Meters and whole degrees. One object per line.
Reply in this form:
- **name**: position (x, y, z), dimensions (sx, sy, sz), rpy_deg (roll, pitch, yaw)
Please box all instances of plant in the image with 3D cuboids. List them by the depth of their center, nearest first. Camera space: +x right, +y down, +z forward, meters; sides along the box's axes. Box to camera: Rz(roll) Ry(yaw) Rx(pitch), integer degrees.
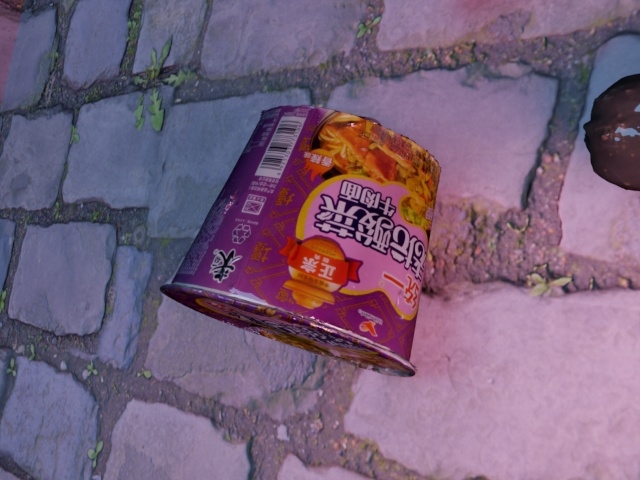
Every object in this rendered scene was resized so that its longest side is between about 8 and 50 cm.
- **plant**: position (0.386, -0.105, 0.772), dimensions (0.256, 0.142, 0.164), rpy_deg (3, 81, 35)

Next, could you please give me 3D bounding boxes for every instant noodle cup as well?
- **instant noodle cup**: position (0.000, 0.000, 1.040), dimensions (0.340, 0.340, 0.266), rpy_deg (4, 70, 47)
